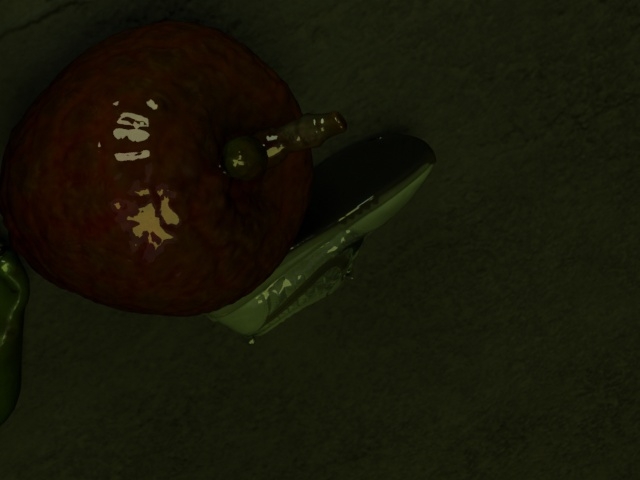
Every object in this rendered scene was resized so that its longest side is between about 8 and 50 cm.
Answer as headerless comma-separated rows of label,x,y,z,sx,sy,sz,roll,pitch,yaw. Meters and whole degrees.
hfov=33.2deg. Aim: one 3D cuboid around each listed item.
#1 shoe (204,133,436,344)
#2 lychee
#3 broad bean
shoe,0.000,0.000,1.035,0.275,0.103,0.098,-34,127,9
lychee,-0.118,-0.052,0.865,0.255,0.300,0.255,-13,106,-55
broad bean,-0.325,0.119,1.006,0.098,0.056,0.317,-12,125,-36
